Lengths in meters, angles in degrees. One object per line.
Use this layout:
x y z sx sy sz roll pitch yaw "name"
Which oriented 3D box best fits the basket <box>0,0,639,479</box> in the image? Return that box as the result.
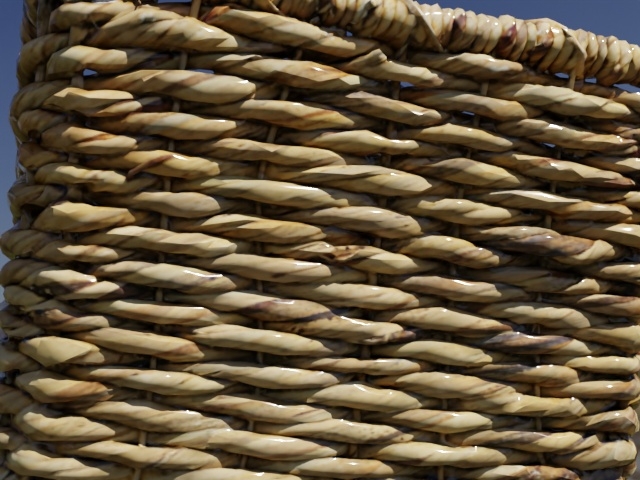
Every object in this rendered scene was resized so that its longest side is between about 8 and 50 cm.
0.000 0.000 0.431 0.299 0.223 0.213 6 5 -14 "basket"
